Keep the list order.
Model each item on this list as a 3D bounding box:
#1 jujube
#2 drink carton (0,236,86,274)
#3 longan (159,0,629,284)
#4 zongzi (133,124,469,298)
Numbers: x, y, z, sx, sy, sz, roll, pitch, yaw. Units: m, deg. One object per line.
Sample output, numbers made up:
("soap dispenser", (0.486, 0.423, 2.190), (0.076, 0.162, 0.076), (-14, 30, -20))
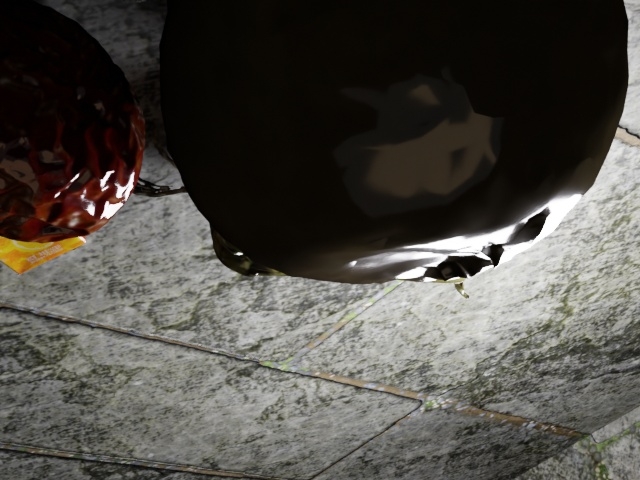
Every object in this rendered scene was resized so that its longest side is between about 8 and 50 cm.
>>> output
("jujube", (-0.274, -0.113, 1.035), (0.213, 0.213, 0.232), (-34, 140, 23))
("drink carton", (-0.352, -0.053, 1.214), (0.096, 0.071, 0.223), (-24, 148, 10))
("longan", (0.063, -0.143, 0.999), (0.403, 0.404, 0.436), (-10, 143, -15))
("zongzi", (0.000, 0.000, 1.396), (0.446, 0.181, 0.418), (-14, 149, -5))
